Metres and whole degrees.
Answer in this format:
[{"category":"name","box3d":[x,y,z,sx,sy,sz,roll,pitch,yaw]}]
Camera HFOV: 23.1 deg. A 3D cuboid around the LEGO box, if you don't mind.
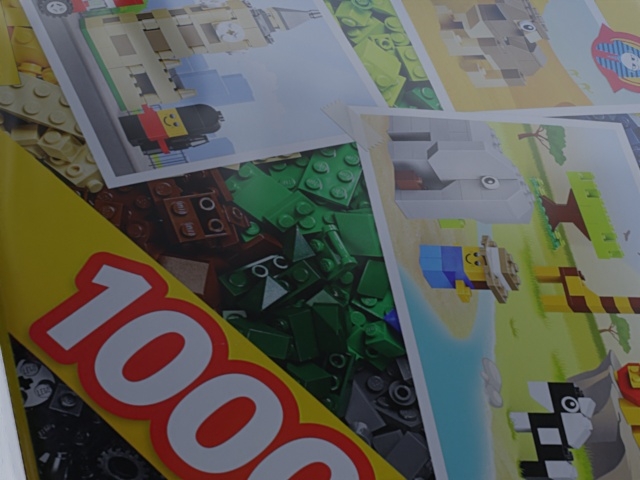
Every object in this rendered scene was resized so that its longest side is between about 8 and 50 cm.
[{"category":"LEGO box","box3d":[0.000,0.000,0.767,0.372,0.500,0.193,-5,-37,-22]}]
